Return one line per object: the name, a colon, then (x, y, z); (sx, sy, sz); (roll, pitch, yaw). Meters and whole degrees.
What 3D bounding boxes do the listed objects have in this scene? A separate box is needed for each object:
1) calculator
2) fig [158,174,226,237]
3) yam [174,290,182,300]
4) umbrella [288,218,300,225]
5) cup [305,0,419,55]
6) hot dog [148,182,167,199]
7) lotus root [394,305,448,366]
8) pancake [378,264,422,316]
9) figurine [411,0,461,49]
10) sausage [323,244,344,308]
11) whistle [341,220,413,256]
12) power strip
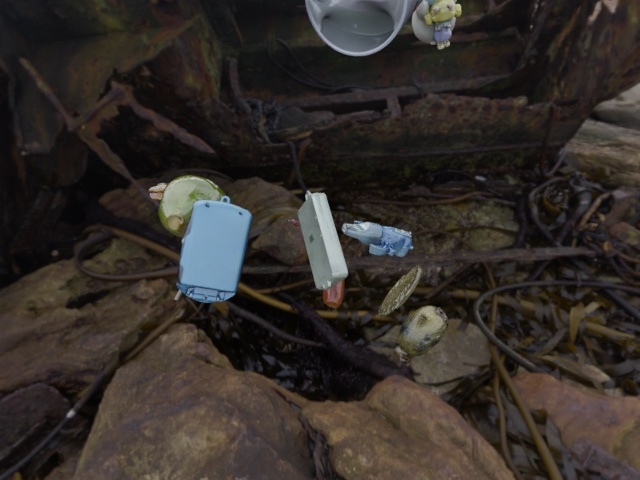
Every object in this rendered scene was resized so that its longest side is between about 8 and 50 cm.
calculator: (-0.286, 0.021, 1.094); (0.173, 0.292, 0.051); (13, -5, -21)
fig: (-0.391, -0.102, 1.227); (0.208, 0.207, 0.230); (11, -3, 17)
yam: (-0.582, 0.200, 1.715); (0.021, 0.021, 0.116); (21, 79, 28)
umbrella: (-0.101, -0.075, 1.755); (0.025, 0.165, 0.027); (-38, 76, 11)
cup: (0.127, -0.568, 0.889); (0.213, 0.212, 0.317); (14, 46, 20)
hot dog: (-0.516, -0.161, 1.340); (0.133, 0.056, 0.041); (6, 24, 29)
lotus root: (0.371, 0.364, 1.546); (0.154, 0.278, 0.154); (30, 21, -13)
pancake: (0.273, 0.177, 1.403); (0.029, 0.235, 0.211); (38, 67, 0)
figurine: (0.311, -0.664, 1.111); (0.127, 0.235, 0.155); (-10, 68, 14)
sausage: (0.060, 0.138, 1.724); (0.089, 0.083, 0.299); (7, 73, -20)
whistle: (0.192, -0.007, 1.316); (0.269, 0.093, 0.180); (12, 26, -20)
power strip: (0.000, 0.000, 1.085); (0.046, 0.118, 0.270); (-5, 68, -27)
